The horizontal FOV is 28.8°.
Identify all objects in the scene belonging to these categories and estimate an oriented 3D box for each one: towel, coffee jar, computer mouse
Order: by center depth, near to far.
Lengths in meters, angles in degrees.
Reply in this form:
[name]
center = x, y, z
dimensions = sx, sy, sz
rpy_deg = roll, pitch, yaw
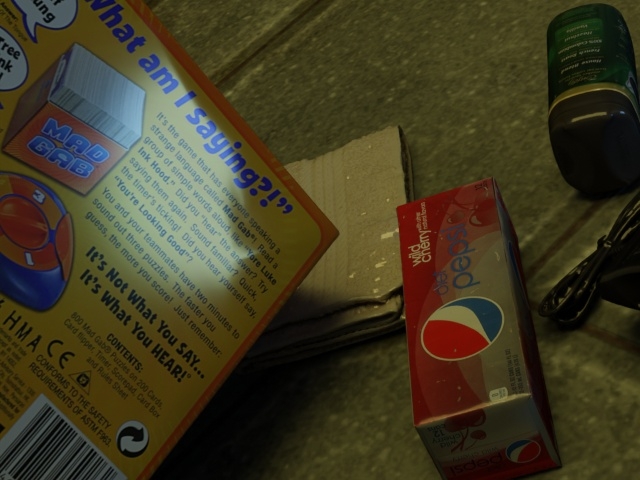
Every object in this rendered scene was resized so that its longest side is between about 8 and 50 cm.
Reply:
[computer mouse]
center = 0.282, -0.009, 0.925
dimensions = 0.184, 0.060, 0.262
rpy_deg = -46, 3, -21
[coffee jar]
center = 0.248, -0.129, 1.133
dimensions = 0.079, 0.096, 0.184
rpy_deg = -13, 37, 19
[towel]
center = 0.000, 0.000, 1.184
dimensions = 0.187, 0.049, 0.282
rpy_deg = -18, 36, 14

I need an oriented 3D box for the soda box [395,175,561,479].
[soda box]
center = 0.119, 0.067, 0.987
dimensions = 0.092, 0.083, 0.263
rpy_deg = -18, 36, 14

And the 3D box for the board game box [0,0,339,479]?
[board game box]
center = -0.284, 0.010, 1.021
dimensions = 0.356, 0.356, 0.356
rpy_deg = -12, 34, 54
